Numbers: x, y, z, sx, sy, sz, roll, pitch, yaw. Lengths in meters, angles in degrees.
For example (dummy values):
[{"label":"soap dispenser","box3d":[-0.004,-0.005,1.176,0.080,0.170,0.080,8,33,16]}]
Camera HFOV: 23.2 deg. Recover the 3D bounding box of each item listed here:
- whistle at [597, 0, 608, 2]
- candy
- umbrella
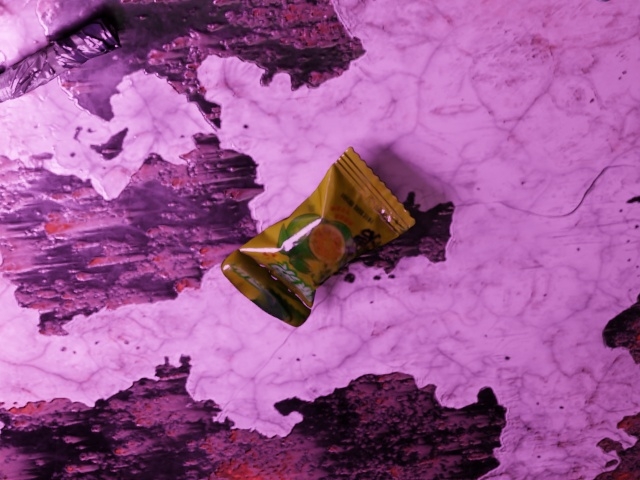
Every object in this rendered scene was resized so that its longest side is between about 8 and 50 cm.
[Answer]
[{"label":"whistle","box3d":[0.334,-0.412,1.804,0.164,0.163,0.289,-6,122,-4]},{"label":"candy","box3d":[0.000,0.000,2.064,0.246,0.069,0.149,-39,114,22]},{"label":"umbrella","box3d":[-0.333,-0.215,1.892,0.188,0.050,0.046,-24,100,8]}]
